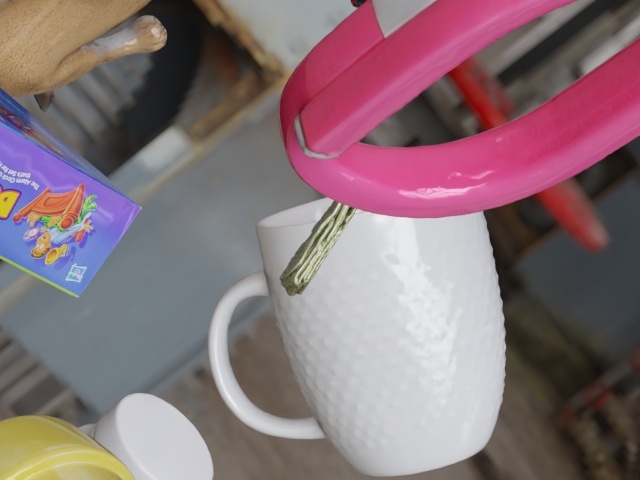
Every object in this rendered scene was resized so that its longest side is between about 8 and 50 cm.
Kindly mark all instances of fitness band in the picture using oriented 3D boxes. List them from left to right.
[{"bbox_3d":[0.107,-0.089,1.051,0.209,0.291,0.054,7,60,-40],"label":"fitness band"}]

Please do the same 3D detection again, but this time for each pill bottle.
[{"bbox_3d":[-0.257,0.302,2.170,0.160,0.283,0.160,36,27,-21],"label":"pill bottle"}]

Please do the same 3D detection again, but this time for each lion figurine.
[{"bbox_3d":[-0.177,-0.202,1.517,0.142,0.392,0.240,42,33,5],"label":"lion figurine"}]

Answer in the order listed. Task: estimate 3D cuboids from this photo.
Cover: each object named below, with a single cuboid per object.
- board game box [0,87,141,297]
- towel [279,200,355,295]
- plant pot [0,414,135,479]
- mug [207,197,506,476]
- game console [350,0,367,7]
[{"bbox_3d":[-0.306,-0.111,1.359,0.347,0.078,0.233,38,3,43],"label":"board game box"},{"bbox_3d":[0.000,0.000,1.830,0.027,0.110,0.148,34,-6,1],"label":"towel"},{"bbox_3d":[-0.236,0.324,1.844,0.239,0.254,0.254,28,-8,39],"label":"plant pot"},{"bbox_3d":[0.044,0.117,2.425,0.276,0.374,0.328,-45,122,-78],"label":"mug"},{"bbox_3d":[0.075,-0.220,1.209,0.144,0.085,0.124,-73,173,-50],"label":"game console"}]
